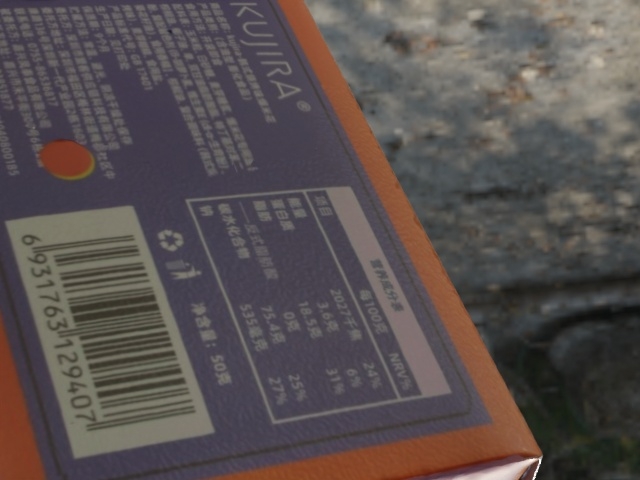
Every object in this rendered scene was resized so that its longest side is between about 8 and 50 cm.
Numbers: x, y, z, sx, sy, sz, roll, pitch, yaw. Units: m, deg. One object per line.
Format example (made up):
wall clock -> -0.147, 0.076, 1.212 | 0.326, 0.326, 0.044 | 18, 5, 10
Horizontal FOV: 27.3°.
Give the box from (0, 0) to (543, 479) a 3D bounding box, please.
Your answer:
box -> -0.100, 0.074, 0.721 | 0.257, 0.348, 0.318 | -8, 142, -25
